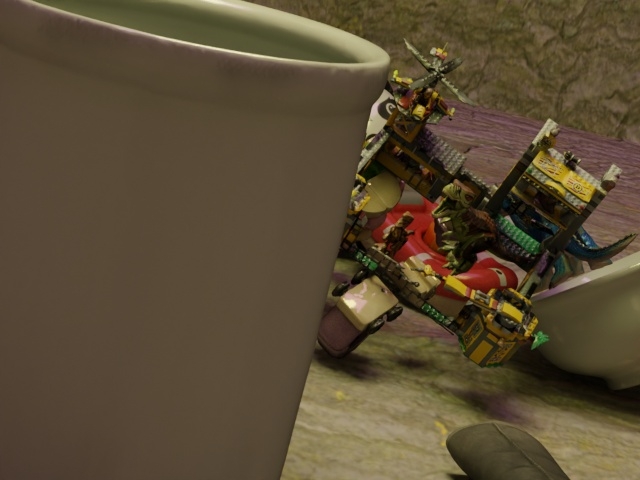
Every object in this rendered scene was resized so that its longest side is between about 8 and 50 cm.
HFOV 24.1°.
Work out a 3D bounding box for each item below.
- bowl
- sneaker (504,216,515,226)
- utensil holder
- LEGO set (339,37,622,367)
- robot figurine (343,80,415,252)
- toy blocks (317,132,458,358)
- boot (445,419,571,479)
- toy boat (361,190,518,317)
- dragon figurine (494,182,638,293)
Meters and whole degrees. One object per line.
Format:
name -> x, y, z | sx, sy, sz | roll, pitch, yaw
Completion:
bowl -> 0.371, 0.085, 1.720 | 0.298, 0.134, 0.298 | -22, -3, -1
sneaker -> 0.262, -0.030, 2.328 | 0.083, 0.071, 0.190 | 11, 22, -32
utensil holder -> -0.145, 0.001, 1.218 | 0.328, 0.385, 0.327 | 13, 14, -3
LEGO set -> 0.153, -0.050, 1.563 | 0.331, 0.192, 0.255 | 42, 50, 9
robot figurine -> 0.064, -0.103, 2.071 | 0.209, 0.174, 0.278 | 61, 3, 35
toy blocks -> 0.000, 0.000, 1.757 | 0.289, 0.260, 0.309 | -30, 72, -38
boot -> 0.158, 0.213, 1.293 | 0.190, 0.076, 0.208 | 22, 17, -26
toy boat -> 0.164, -0.007, 1.916 | 0.151, 0.151, 0.231 | -2, 39, -42
dragon figurine -> 0.270, -0.021, 1.753 | 0.085, 0.144, 0.289 | -22, -3, -8
